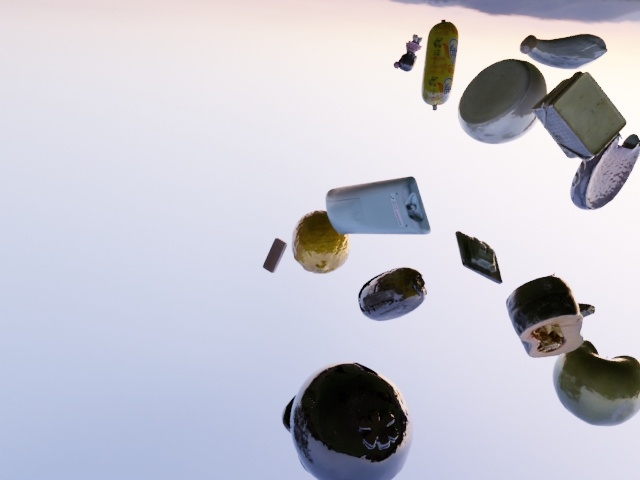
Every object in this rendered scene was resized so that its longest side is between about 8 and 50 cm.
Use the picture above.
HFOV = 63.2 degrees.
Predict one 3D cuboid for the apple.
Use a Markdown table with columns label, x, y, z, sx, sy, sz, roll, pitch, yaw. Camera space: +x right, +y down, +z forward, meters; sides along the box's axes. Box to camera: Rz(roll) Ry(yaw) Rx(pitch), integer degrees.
| label | x | y | z | sx | sy | sz | roll | pitch | yaw |
| --- | --- | --- | --- | --- | --- | --- | --- | --- | --- |
| apple | 0.956 | 0.507 | 1.809 | 0.233 | 0.257 | 0.295 | -11 | -155 | -42 |

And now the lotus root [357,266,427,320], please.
| label | x | y | z | sx | sy | sz | roll | pitch | yaw |
| --- | --- | --- | --- | --- | --- | --- | --- | --- | --- |
| lotus root | 0.288 | 0.227 | 2.146 | 0.179 | 0.397 | 0.196 | 21 | -121 | -25 |

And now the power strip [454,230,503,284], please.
| label | x | y | z | sx | sy | sz | roll | pitch | yaw |
| --- | --- | --- | --- | --- | --- | --- | --- | --- | --- |
| power strip | 0.632 | 0.050 | 2.033 | 0.198 | 0.064 | 0.213 | 23 | -140 | -17 |

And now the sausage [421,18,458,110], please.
| label | x | y | z | sx | sy | sz | roll | pitch | yaw |
| --- | --- | --- | --- | --- | --- | --- | --- | --- | --- |
| sausage | 0.457 | -0.674 | 1.997 | 0.123 | 0.347 | 0.123 | 5 | -174 | -1 |

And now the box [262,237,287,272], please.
| label | x | y | z | sx | sy | sz | roll | pitch | yaw |
| --- | --- | --- | --- | --- | --- | --- | --- | --- | --- |
| box | -0.150 | 0.050 | 1.720 | 0.048 | 0.115 | 0.025 | 29 | -167 | 19 |

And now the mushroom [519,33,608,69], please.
| label | x | y | z | sx | sy | sz | roll | pitch | yaw |
| --- | --- | --- | --- | --- | --- | --- | --- | --- | --- |
| mushroom | 0.760 | -0.603 | 1.666 | 0.270 | 0.103 | 0.118 | -1 | 165 | -3 |

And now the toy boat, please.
| label | x | y | z | sx | sy | sz | roll | pitch | yaw |
| --- | --- | --- | --- | --- | --- | --- | --- | --- | --- |
| toy boat | 0.744 | -0.189 | 1.388 | 0.155 | 0.227 | 0.085 | 6 | -155 | -28 |

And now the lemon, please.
| label | x | y | z | sx | sy | sz | roll | pitch | yaw |
| --- | --- | --- | --- | --- | --- | --- | --- | --- | --- |
| lemon | 0.000 | 0.000 | 1.231 | 0.142 | 0.142 | 0.187 | 0 | -138 | -12 |

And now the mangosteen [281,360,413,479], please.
| label | x | y | z | sx | sy | sz | roll | pitch | yaw |
| --- | --- | --- | --- | --- | --- | --- | --- | --- | --- |
| mangosteen | 0.074 | 0.565 | 1.600 | 0.382 | 0.382 | 0.435 | -9 | 169 | -28 |

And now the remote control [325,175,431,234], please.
| label | x | y | z | sx | sy | sz | roll | pitch | yaw |
| --- | --- | --- | --- | --- | --- | --- | --- | --- | --- |
| remote control | 0.092 | -0.055 | 0.977 | 0.051 | 0.103 | 0.293 | -25 | -169 | -26 |

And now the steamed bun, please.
| label | x | y | z | sx | sy | sz | roll | pitch | yaw |
| --- | --- | --- | --- | --- | --- | --- | --- | --- | --- |
| steamed bun | 0.482 | -0.349 | 1.355 | 0.145 | 0.232 | 0.232 | 29 | -166 | -33 |

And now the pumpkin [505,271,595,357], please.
| label | x | y | z | sx | sy | sz | roll | pitch | yaw |
| --- | --- | --- | --- | --- | --- | --- | --- | --- | --- |
| pumpkin | 0.667 | 0.221 | 1.495 | 0.222 | 0.317 | 0.139 | -25 | -132 | 15 |

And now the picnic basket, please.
| label | x | y | z | sx | sy | sz | roll | pitch | yaw |
| --- | --- | --- | --- | --- | --- | --- | --- | --- | --- |
| picnic basket | 0.547 | -0.262 | 1.104 | 0.115 | 0.164 | 0.079 | -43 | -170 | -4 |

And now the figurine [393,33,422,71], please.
| label | x | y | z | sx | sy | sz | roll | pitch | yaw |
| --- | --- | --- | --- | --- | --- | --- | --- | --- | --- |
| figurine | 0.307 | -0.646 | 1.797 | 0.072 | 0.129 | 0.054 | 15 | -158 | -26 |
